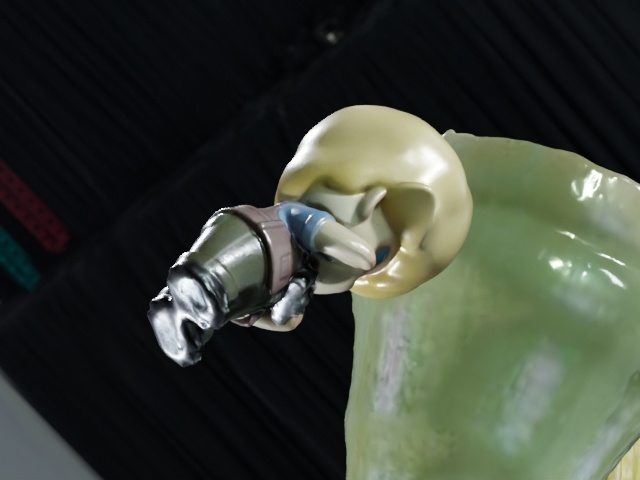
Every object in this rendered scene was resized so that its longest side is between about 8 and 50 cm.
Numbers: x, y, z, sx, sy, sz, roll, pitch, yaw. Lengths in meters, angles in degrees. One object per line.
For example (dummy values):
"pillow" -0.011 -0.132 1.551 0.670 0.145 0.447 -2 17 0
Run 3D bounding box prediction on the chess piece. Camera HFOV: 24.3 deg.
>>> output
"chess piece" 0.072 0.174 0.917 0.442 0.234 0.234 -65 16 -19

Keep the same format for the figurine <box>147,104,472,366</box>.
"figurine" 0.000 0.000 0.774 0.196 0.108 0.114 -35 -20 -45

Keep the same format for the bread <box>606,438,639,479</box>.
"bread" 0.175 0.207 1.196 0.288 0.204 0.156 57 -137 -67
